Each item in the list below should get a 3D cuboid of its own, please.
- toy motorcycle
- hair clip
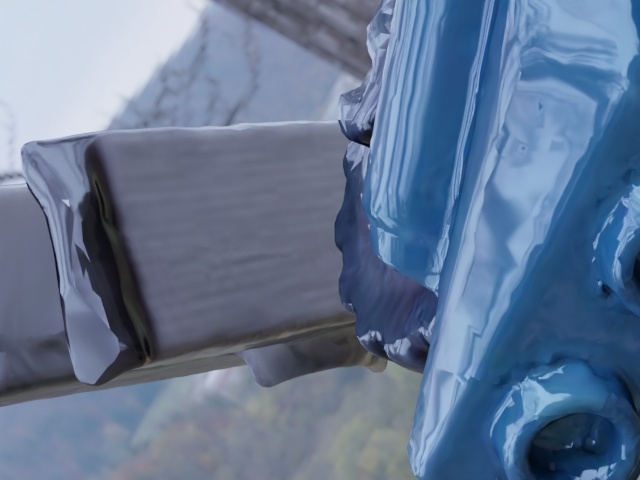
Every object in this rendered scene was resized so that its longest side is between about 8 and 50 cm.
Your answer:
[{"bbox_3d":[0.105,-0.120,0.357,0.416,0.172,0.232,-62,23,25],"label":"toy motorcycle"},{"bbox_3d":[0.002,0.004,0.638,0.101,0.085,0.331,-29,-15,34],"label":"hair clip"}]
